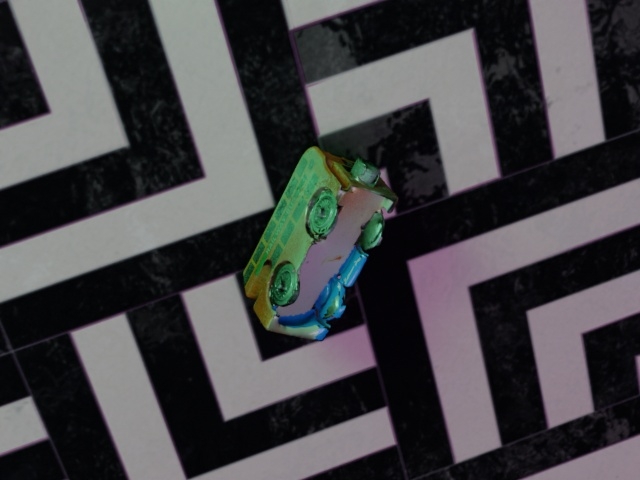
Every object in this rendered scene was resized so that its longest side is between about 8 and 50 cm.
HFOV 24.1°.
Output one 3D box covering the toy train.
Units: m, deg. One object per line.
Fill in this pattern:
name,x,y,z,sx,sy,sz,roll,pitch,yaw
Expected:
toy train,0.000,0.000,1.390,0.072,0.099,0.188,16,112,-29
